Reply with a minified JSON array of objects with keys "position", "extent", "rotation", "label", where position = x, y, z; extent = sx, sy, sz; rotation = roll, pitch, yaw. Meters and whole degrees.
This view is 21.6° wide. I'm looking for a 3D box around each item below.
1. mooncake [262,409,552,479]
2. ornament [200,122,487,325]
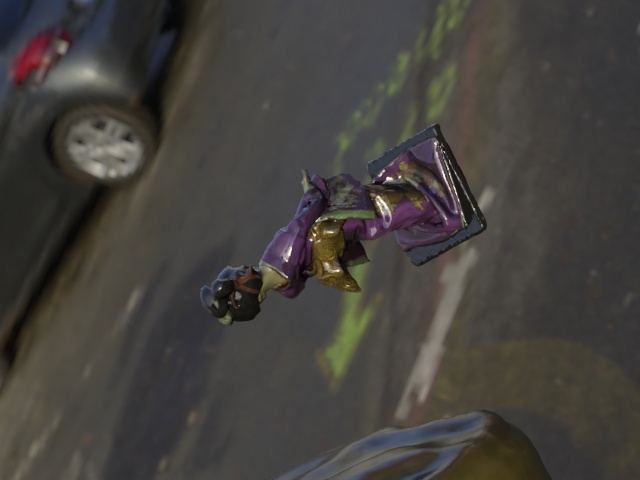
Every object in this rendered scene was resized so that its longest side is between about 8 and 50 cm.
[{"position":[0.032,0.218,1.108],"extent":[0.155,0.284,0.284],"rotation":[68,162,-3],"label":"mooncake"},{"position":[-0.002,0.002,1.073],"extent":[0.203,0.088,0.081],"rotation":[-26,-5,-31],"label":"ornament"}]
